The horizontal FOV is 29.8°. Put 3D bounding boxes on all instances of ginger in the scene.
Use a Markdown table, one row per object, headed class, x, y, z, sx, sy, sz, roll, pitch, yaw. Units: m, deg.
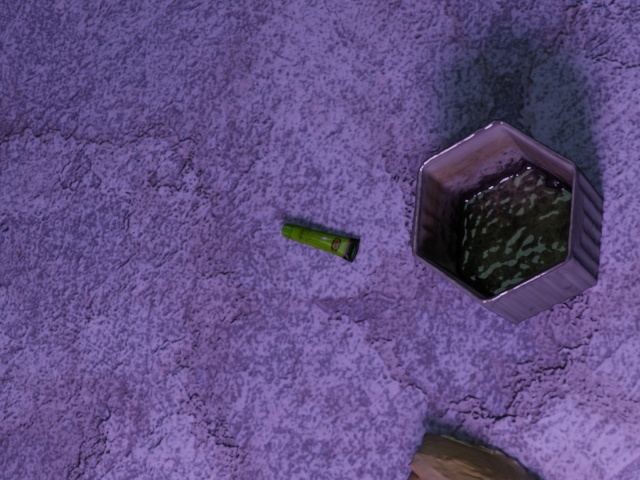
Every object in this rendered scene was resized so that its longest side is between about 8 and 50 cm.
| class | x | y | z | sx | sy | sz | roll | pitch | yaw |
| --- | --- | --- | --- | --- | --- | --- | --- | --- | --- |
| ginger | 0.200 | 0.346 | 1.562 | 0.193 | 0.115 | 0.122 | 17 | 106 | 20 |

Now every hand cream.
| class | x | y | z | sx | sy | sz | roll | pitch | yaw |
| --- | --- | --- | --- | --- | --- | --- | --- | --- | --- |
| hand cream | 0.000 | 0.000 | 1.768 | 0.122 | 0.023 | 0.036 | 17 | 81 | 23 |

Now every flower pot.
| class | x | y | z | sx | sy | sz | roll | pitch | yaw |
| --- | --- | --- | --- | --- | --- | --- | --- | --- | --- |
| flower pot | 0.246 | -0.019 | 1.567 | 0.209 | 0.189 | 0.239 | 1 | 79 | 24 |
